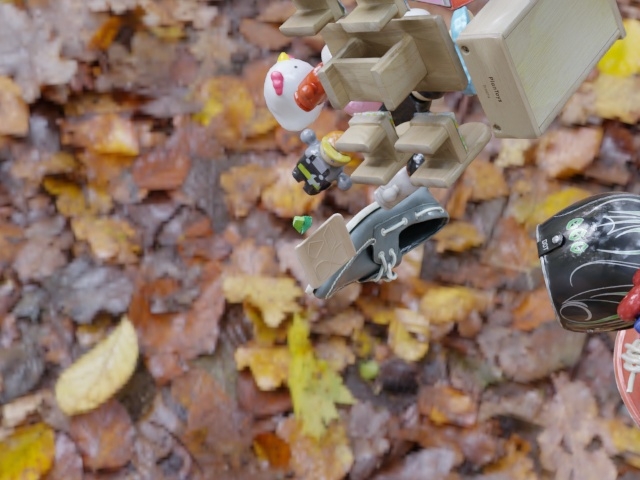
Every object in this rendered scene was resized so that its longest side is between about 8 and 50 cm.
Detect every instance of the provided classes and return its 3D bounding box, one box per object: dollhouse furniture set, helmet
[{"bbox_3d":[0.113,-0.177,1.118,0.242,0.212,0.161,6,44,44],"label":"dollhouse furniture set"},{"bbox_3d":[0.341,0.023,1.471,0.161,0.169,0.169,-14,41,16],"label":"helmet"}]

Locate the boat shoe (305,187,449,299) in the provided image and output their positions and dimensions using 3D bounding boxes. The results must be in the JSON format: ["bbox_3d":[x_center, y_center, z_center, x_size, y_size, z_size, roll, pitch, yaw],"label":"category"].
[{"bbox_3d":[0.093,0.007,1.944,0.099,0.116,0.319,39,43,10],"label":"boat shoe"}]

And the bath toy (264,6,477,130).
[{"bbox_3d":[0.068,-0.265,1.951,0.348,0.129,0.151,-11,72,17],"label":"bath toy"}]

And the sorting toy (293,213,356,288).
[{"bbox_3d":[0.000,0.000,1.285,0.062,0.083,0.012,-38,37,-22],"label":"sorting toy"}]

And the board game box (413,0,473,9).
[{"bbox_3d":[0.069,-0.423,1.401,0.064,0.317,0.242,-26,26,-19],"label":"board game box"}]

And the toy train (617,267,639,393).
[{"bbox_3d":[0.364,0.052,1.221,0.105,0.143,0.248,38,29,7],"label":"toy train"}]

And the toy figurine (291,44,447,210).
[{"bbox_3d":[0.071,-0.160,1.788,0.213,0.148,0.210,14,63,-20],"label":"toy figurine"}]

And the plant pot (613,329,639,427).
[{"bbox_3d":[0.554,0.134,1.662,0.272,0.265,0.272,2,69,-6],"label":"plant pot"}]
